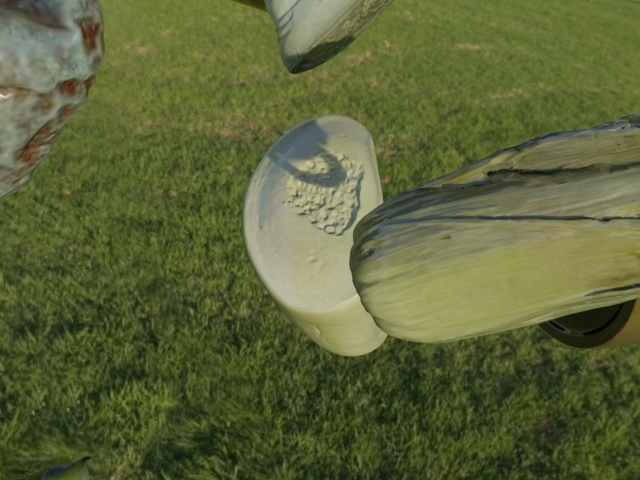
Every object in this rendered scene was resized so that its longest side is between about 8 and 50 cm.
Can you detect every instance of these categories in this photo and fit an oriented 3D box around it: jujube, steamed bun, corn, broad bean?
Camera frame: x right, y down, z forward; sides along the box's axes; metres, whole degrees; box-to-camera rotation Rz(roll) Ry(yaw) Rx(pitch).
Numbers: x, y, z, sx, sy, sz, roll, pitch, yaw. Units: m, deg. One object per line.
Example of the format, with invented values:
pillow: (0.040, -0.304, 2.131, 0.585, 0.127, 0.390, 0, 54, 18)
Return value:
jujube: (-0.355, -0.166, 0.535, 0.226, 0.317, 0.226, 28, 46, -33)
steamed bun: (0.000, 0.000, 1.168, 0.290, 0.371, 0.456, -8, 61, 7)
corn: (0.164, -0.007, 0.365, 0.305, 0.123, 0.122, -20, -8, 30)
broad bean: (-0.411, 0.360, 0.678, 0.098, 0.318, 0.056, 53, 6, 15)

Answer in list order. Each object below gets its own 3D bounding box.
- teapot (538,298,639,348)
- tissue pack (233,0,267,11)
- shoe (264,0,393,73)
teapot: (0.290, 0.005, 0.504, 0.175, 0.268, 0.186, -6, 56, -13)
tissue pack: (-0.130, -0.499, 0.777, 0.382, 0.228, 0.293, 13, 1, -17)
shoe: (0.034, -0.337, 0.585, 0.159, 0.316, 0.124, 53, 33, 3)
